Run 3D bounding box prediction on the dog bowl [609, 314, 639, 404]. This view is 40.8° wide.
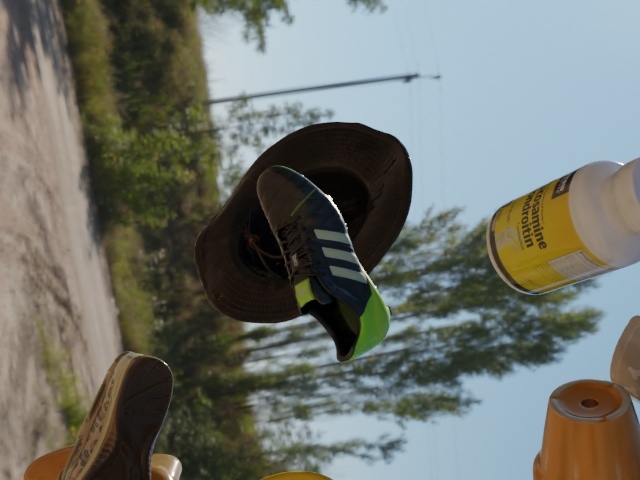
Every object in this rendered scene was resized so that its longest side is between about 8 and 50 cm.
[{"bbox_3d":[0.673,0.172,1.491,0.102,0.349,0.348,51,-27,45],"label":"dog bowl"}]

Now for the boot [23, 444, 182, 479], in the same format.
[{"bbox_3d":[-0.382,0.419,1.415,0.211,0.295,0.104,-63,148,-80],"label":"boot"}]

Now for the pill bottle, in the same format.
[{"bbox_3d":[0.253,-0.016,0.824,0.184,0.103,0.103,-31,-112,56],"label":"pill bottle"}]

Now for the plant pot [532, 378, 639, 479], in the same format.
[{"bbox_3d":[0.448,0.339,1.412,0.205,0.205,0.187,-122,-160,-66],"label":"plant pot"}]

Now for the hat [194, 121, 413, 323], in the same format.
[{"bbox_3d":[0.000,0.000,1.166,0.134,0.331,0.331,53,12,-42],"label":"hat"}]

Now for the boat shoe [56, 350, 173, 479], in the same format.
[{"bbox_3d":[-0.281,0.289,1.153,0.089,0.105,0.285,4,-111,52],"label":"boat shoe"}]

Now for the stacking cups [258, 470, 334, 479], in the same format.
[{"bbox_3d":[0.011,0.304,0.583,0.096,0.096,0.316,-119,-168,-62],"label":"stacking cups"}]

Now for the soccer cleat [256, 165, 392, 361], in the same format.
[{"bbox_3d":[-0.003,0.018,0.724,0.060,0.072,0.178,-31,-87,39],"label":"soccer cleat"}]
